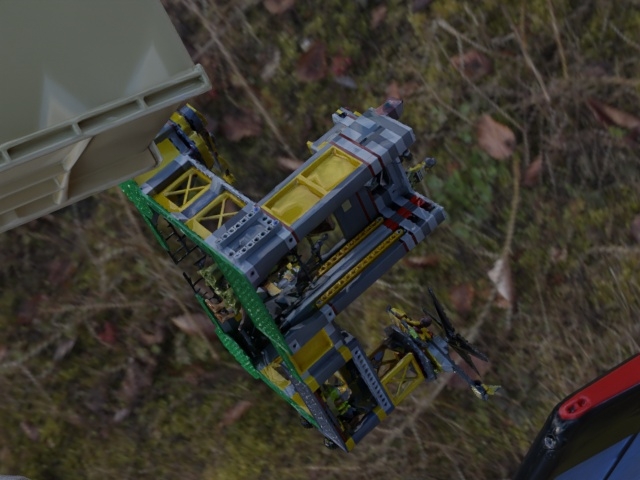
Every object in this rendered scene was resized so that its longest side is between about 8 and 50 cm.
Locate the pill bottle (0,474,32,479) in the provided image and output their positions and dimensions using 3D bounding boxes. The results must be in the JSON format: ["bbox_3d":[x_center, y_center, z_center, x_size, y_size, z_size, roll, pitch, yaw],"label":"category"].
[{"bbox_3d":[-0.303,0.194,0.700,0.265,0.153,0.153,2,70,5],"label":"pill bottle"}]

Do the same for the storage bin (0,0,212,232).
[{"bbox_3d":[-0.232,-0.123,0.591,0.260,0.123,0.262,-26,87,-30],"label":"storage bin"}]

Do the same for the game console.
[{"bbox_3d":[0.310,0.253,1.341,0.342,0.386,0.060,-23,55,-38],"label":"game console"}]

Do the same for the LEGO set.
[{"bbox_3d":[0.000,0.000,0.980,0.192,0.331,0.255,-41,36,-14],"label":"LEGO set"}]
